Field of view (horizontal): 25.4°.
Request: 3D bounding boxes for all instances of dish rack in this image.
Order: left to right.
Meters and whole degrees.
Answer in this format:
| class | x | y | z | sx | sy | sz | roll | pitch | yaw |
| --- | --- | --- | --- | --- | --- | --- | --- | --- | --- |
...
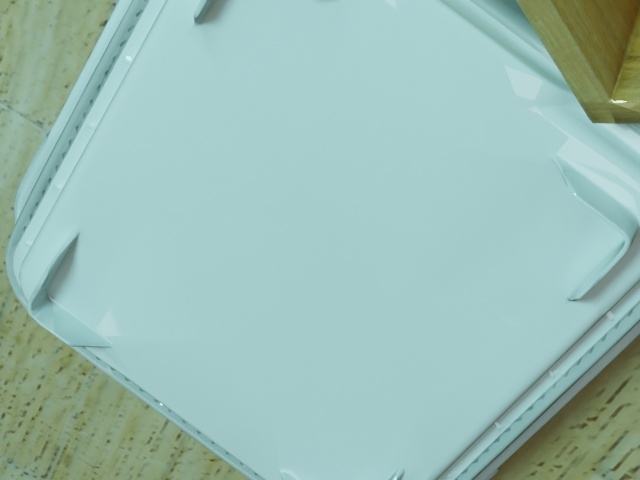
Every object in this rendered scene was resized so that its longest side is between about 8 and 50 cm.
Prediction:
| class | x | y | z | sx | sy | sz | roll | pitch | yaw |
| --- | --- | --- | --- | --- | --- | --- | --- | --- | --- |
| dish rack | 0.000 | 0.000 | 0.649 | 0.285 | 0.072 | 0.333 | 37 | 129 | 0 |

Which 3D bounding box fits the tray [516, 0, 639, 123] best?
| class | x | y | z | sx | sy | sz | roll | pitch | yaw |
| --- | --- | --- | --- | --- | --- | --- | --- | --- | --- |
| tray | 0.224 | -0.122 | 0.357 | 0.411 | 0.076 | 0.203 | 2 | 147 | 39 |
